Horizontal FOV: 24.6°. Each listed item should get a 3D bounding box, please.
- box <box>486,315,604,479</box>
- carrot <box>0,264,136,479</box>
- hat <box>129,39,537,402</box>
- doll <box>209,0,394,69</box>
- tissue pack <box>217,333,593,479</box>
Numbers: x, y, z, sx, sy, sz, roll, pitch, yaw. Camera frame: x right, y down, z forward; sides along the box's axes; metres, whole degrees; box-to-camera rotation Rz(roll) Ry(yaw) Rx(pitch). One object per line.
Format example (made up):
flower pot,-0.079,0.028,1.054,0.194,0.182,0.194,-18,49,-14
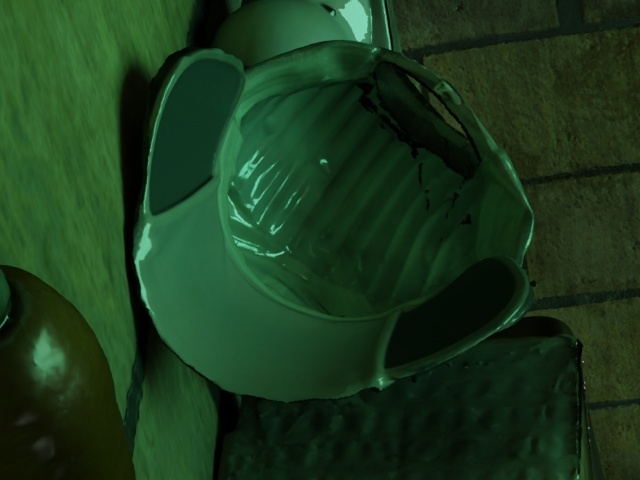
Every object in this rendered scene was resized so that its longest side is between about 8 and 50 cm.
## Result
box,0.139,0.233,1.293,0.339,0.239,0.229,-71,150,-72
carrot,-0.088,0.109,0.514,0.336,0.069,0.069,82,5,-49
hat,-0.002,0.002,0.828,0.161,0.232,0.275,-60,176,34
doll,-0.005,-0.095,1.055,0.271,0.144,0.208,70,35,-41
tissue pack,0.071,0.235,0.914,0.239,0.238,0.305,-90,169,-45
